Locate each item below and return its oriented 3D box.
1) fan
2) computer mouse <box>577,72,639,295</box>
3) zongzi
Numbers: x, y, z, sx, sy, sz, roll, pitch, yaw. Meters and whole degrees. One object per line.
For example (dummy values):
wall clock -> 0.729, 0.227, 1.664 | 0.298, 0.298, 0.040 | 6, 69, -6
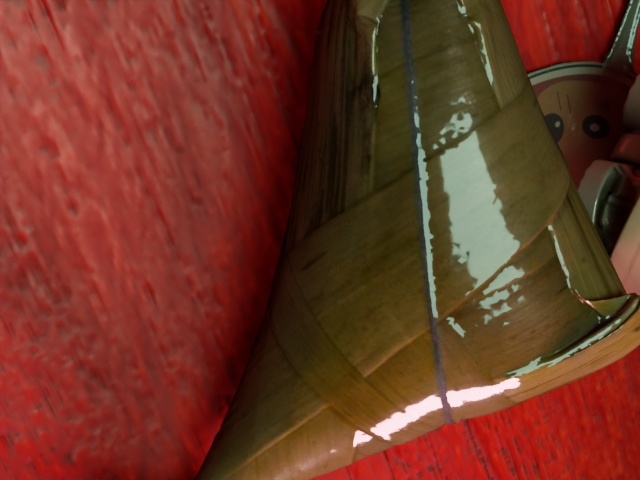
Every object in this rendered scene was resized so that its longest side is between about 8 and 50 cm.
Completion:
fan -> 0.155, -0.071, 0.702 | 0.132, 0.009, 0.220 | 14, 97, -29
computer mouse -> 0.229, -0.004, 0.709 | 0.236, 0.082, 0.145 | 31, 86, -37
zongzi -> 0.000, 0.000, 0.611 | 0.256, 0.115, 0.228 | -24, 100, 8
